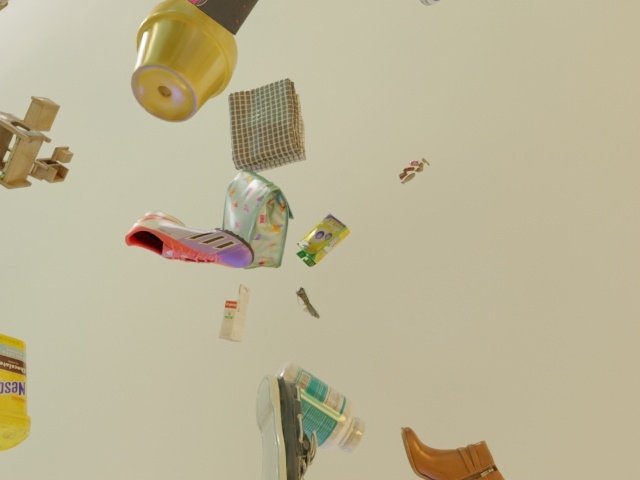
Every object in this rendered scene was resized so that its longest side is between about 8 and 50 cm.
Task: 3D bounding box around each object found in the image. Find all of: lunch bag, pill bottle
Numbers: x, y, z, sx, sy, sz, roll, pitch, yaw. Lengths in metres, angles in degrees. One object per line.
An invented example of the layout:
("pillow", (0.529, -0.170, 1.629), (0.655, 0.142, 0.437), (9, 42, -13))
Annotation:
("lunch bag", (-0.198, -0.073, 1.365), (0.223, 0.160, 0.262), (36, -61, 50))
("pill bottle", (-0.016, 0.442, 1.149), (0.264, 0.146, 0.146), (34, -99, -1))

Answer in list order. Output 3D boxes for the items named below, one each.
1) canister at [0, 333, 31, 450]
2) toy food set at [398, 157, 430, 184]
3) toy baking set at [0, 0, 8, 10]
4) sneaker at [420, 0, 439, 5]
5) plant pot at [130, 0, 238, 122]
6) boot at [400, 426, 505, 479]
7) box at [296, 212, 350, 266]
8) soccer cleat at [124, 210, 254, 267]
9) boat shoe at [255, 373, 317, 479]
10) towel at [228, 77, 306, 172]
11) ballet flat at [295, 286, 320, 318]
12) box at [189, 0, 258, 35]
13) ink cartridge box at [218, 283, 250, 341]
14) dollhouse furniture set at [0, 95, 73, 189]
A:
("canister", (-0.527, 0.230, 0.692), (0.073, 0.126, 0.170), (-36, -128, 5))
("toy food set", (0.331, -0.257, 1.598), (0.122, 0.078, 0.019), (-34, -125, 23))
("toy baking set", (-0.762, -0.463, 0.932), (0.256, 0.030, 0.196), (-16, -144, 23))
("sneaker", (0.245, -0.547, 0.884), (0.053, 0.144, 0.059), (7, -148, -8))
("plant pot", (-0.363, -0.442, 1.132), (0.254, 0.254, 0.238), (-7, -131, 18))
("boot", (0.263, 0.438, 0.889), (0.152, 0.073, 0.197), (-31, -96, 5))
("box", (0.000, 0.000, 1.457), (0.179, 0.043, 0.105), (-45, -137, -5))
("soccer cleat", (-0.324, 0.017, 1.101), (0.318, 0.108, 0.116), (18, -147, 8))
("boat shoe", (-0.051, 0.323, 0.690), (0.095, 0.079, 0.254), (-64, -157, 22))
("towel", (-0.178, -0.376, 1.437), (0.235, 0.121, 0.283), (-13, -105, 20))
("ballet flat", (-0.044, 0.200, 1.373), (0.041, 0.041, 0.114), (-31, -98, 5))
("box", (-0.224, -0.548, 0.856), (0.143, 0.270, 0.165), (42, -75, 6))
("ink cartridge box", (-0.178, 0.151, 0.924), (0.029, 0.063, 0.115), (3, -108, 12))
("dollhouse furniture set", (-0.568, -0.212, 0.877), (0.101, 0.161, 0.181), (33, -76, -1))
